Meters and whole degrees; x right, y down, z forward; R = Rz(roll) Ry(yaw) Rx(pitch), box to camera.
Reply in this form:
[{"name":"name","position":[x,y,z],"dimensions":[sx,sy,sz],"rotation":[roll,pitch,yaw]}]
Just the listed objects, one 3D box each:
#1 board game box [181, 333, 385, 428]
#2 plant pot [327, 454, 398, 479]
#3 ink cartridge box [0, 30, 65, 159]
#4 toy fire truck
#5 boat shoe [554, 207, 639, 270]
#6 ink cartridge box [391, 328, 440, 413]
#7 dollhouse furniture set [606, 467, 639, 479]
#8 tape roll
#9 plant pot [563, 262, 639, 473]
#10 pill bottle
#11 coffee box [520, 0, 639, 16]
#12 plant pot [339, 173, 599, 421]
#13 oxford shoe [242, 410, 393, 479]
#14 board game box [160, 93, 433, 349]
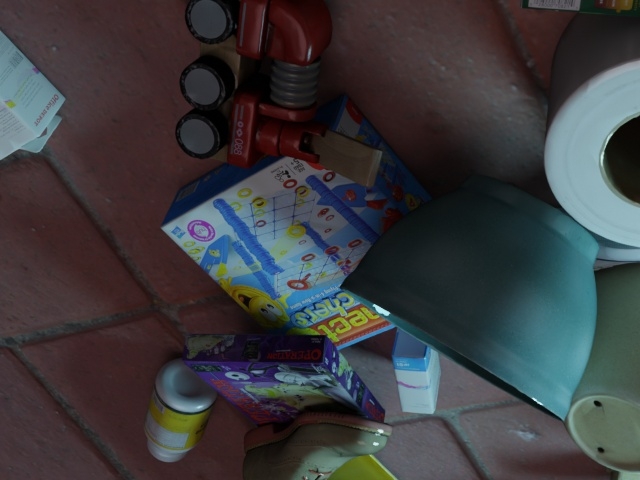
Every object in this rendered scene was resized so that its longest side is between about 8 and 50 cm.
[{"name":"board game box","position":[-0.043,0.219,1.527],"dimensions":[0.208,0.056,0.347],"rotation":[2,155,20]},{"name":"plant pot","position":[0.001,0.470,1.733],"dimensions":[0.187,0.212,0.212],"rotation":[-16,126,44]},{"name":"ink cartridge box","position":[-0.412,-0.180,1.337],"dimensions":[0.090,0.092,0.143],"rotation":[-23,120,32]},{"name":"toy fire truck","position":[-0.030,-0.168,1.150],"dimensions":[0.246,0.158,0.217],"rotation":[16,120,11]},{"name":"boat shoe","position":[0.335,0.000,1.299],"dimensions":[0.226,0.083,0.075],"rotation":[6,144,27]},{"name":"ink cartridge box","position":[0.141,0.179,1.497],"dimensions":[0.052,0.088,0.122],"rotation":[0,130,16]},{"name":"dollhouse furniture set","position":[0.466,0.473,1.663],"dimensions":[0.212,0.161,0.242],"rotation":[20,155,-1]},{"name":"tape roll","position":[0.365,-0.135,1.099],"dimensions":[0.246,0.169,0.246],"rotation":[9,133,10]},{"name":"plant pot","position":[0.404,0.180,1.296],"dimensions":[0.284,0.191,0.284],"rotation":[21,134,24]},{"name":"pill bottle","position":[-0.234,0.284,1.690],"dimensions":[0.103,0.103,0.184],"rotation":[20,134,-2]},{"name":"coffee box","position":[0.298,-0.267,1.038],"dimensions":[0.184,0.113,0.040],"rotation":[5,131,10]},{"name":"plant pot","position":[0.196,0.047,1.182],"dimensions":[0.293,0.196,0.293],"rotation":[31,175,3]},{"name":"oxford shoe","position":[-0.008,0.342,1.572],"dimensions":[0.123,0.130,0.348],"rotation":[19,153,-25]},{"name":"board game box","position":[0.000,0.000,1.381],"dimensions":[0.308,0.086,0.302],"rotation":[-27,119,33]}]
